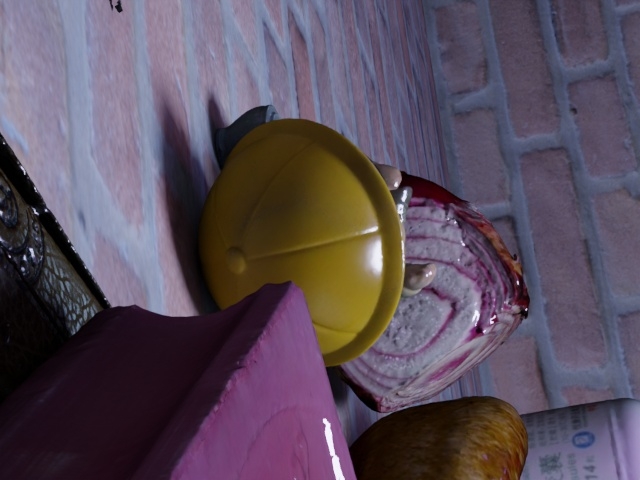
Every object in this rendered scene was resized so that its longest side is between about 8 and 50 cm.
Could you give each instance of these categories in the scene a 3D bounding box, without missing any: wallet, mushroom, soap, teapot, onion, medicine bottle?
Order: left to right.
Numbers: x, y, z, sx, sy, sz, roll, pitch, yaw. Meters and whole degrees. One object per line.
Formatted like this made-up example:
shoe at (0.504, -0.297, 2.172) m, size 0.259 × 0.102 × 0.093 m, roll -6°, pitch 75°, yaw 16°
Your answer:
wallet at (-0.139, 0.051, 0.900) m, size 0.243 × 0.039 × 0.132 m, roll 65°, pitch 19°, yaw -48°
soap at (-0.065, 0.172, 0.746) m, size 0.359 × 0.128 × 0.233 m, roll -58°, pitch 136°, yaw -75°
teapot at (-0.058, -0.082, 1.500) m, size 0.088 × 0.057 × 0.066 m, roll -35°, pitch 114°, yaw -77°
onion at (0.090, 0.051, 1.804) m, size 0.206 × 0.216 × 0.207 m, roll 58°, pitch 0°, yaw 13°
mushroom at (0.094, 0.277, 1.530) m, size 0.263 × 0.195 × 0.283 m, roll 110°, pitch -21°, yaw -66°
medicine bottle at (0.204, 0.307, 1.773) m, size 0.256 × 0.325 × 0.256 m, roll -10°, pitch 90°, yaw -82°

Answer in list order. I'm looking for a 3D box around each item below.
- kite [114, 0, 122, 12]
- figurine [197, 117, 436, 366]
kite at (-0.163, -0.229, 1.196) m, size 0.139 × 0.011 × 0.156 m, roll -80°, pitch 155°, yaw -59°
figurine at (-0.004, 0.003, 1.372) m, size 0.192 × 0.167 × 0.257 m, roll 56°, pitch 9°, yaw 7°
